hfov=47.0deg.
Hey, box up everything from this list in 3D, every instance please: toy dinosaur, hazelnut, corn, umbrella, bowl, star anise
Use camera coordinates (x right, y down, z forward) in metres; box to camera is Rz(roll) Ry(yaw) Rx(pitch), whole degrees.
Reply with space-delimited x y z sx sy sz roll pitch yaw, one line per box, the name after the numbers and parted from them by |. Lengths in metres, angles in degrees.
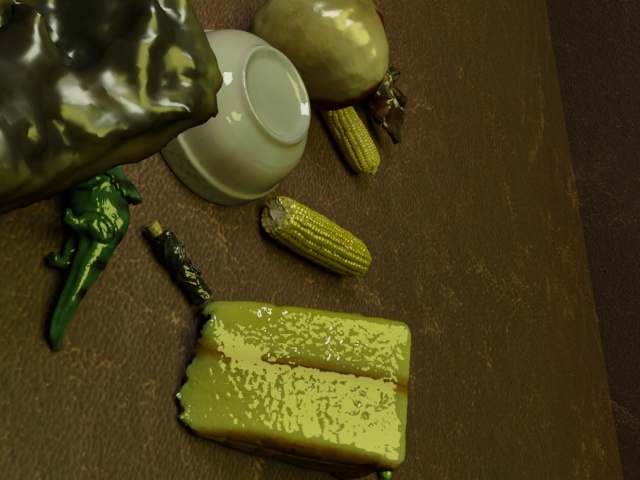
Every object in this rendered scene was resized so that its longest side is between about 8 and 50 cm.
-0.299 -0.020 0.913 0.120 0.079 0.292 41 51 -35 | toy dinosaur
-0.005 -0.347 1.317 0.261 0.241 0.261 33 26 -19 | hazelnut
0.055 -0.219 1.462 0.206 0.067 0.067 58 39 -18 | corn
-0.202 0.031 1.053 0.144 0.037 0.040 60 44 -24 | umbrella
0.000 0.000 1.296 0.248 0.081 0.081 31 55 -44 | corn
-0.119 -0.209 1.163 0.287 0.143 0.287 24 58 -47 | bowl
0.115 -0.335 1.560 0.288 0.088 0.288 49 29 -38 | star anise

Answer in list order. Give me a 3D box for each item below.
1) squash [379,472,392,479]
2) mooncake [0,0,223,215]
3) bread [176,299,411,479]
0.114 0.395 1.354 0.027 0.027 0.089 8 68 -52 | squash
-0.290 -0.162 0.704 0.394 0.393 0.246 -24 101 -16 | mooncake
-0.057 0.230 1.165 0.361 0.245 0.233 14 64 -17 | bread
